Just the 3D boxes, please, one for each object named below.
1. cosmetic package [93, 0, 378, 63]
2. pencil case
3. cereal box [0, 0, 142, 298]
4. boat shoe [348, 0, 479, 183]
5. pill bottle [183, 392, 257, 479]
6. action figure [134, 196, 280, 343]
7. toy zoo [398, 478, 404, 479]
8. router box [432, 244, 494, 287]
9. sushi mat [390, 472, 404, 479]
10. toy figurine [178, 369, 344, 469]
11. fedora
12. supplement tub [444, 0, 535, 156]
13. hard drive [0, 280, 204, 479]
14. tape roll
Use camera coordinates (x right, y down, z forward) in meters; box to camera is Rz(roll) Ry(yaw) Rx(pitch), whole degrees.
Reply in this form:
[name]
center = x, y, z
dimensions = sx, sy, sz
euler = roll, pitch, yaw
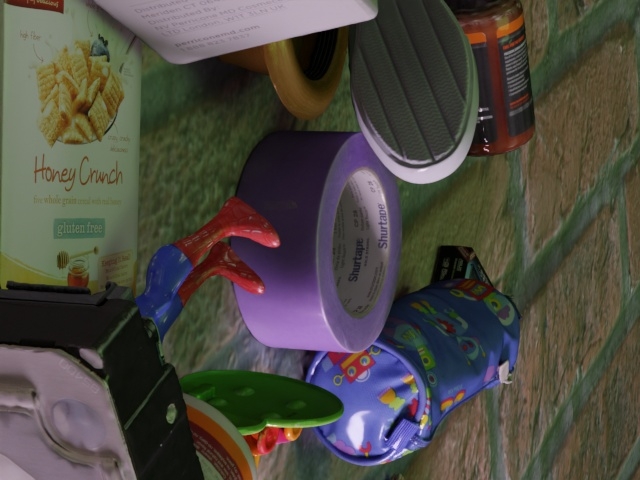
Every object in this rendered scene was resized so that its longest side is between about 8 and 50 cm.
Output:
[cosmetic package]
center = -0.125, -0.300, 0.934
dimensions = 0.453, 0.161, 0.230
euler = 39, 45, -60
[pencil case]
center = 0.097, 0.121, 1.578
dimensions = 0.119, 0.133, 0.306
euler = -60, 164, 22
[cereal box]
center = -0.172, -0.066, 1.049
dimensions = 0.173, 0.047, 0.240
euler = -4, 96, -67
[boat shoe]
center = 0.075, -0.167, 1.434
dimensions = 0.094, 0.109, 0.302
euler = 67, 11, -56
[pill bottle]
center = -0.135, 0.207, 1.070
dimensions = 0.221, 0.121, 0.121
euler = -57, 142, -48
[action figure]
center = -0.114, 0.099, 1.024
dimensions = 0.280, 0.139, 0.091
euler = -35, 158, -31
[toy zoo]
center = 0.040, 0.344, 1.506
dimensions = 0.293, 0.030, 0.192
euler = -14, 84, -64
[router box]
center = 0.157, 0.073, 1.815
dimensions = 0.122, 0.038, 0.092
euler = 53, 46, -55
[sushi mat]
center = 0.056, 0.401, 1.645
dimensions = 0.151, 0.019, 0.317
euler = 64, 36, -45
[toy figurine]
center = -0.065, 0.195, 1.244
dimensions = 0.173, 0.130, 0.159
euler = -15, 115, -67
[fedora]
center = -0.037, -0.187, 1.303
dimensions = 0.194, 0.079, 0.194
euler = -2, 90, -70
[supplement tub]
center = 0.166, -0.195, 1.727
dimensions = 0.106, 0.106, 0.198
euler = -51, 138, -53
[hard drive]
center = -0.163, 0.172, 0.865
dimensions = 0.064, 0.236, 0.339
euler = -55, 141, -51
[tape roll]
center = 0.000, 0.000, 1.406
dimensions = 0.189, 0.080, 0.189
euler = 3, 90, -67
